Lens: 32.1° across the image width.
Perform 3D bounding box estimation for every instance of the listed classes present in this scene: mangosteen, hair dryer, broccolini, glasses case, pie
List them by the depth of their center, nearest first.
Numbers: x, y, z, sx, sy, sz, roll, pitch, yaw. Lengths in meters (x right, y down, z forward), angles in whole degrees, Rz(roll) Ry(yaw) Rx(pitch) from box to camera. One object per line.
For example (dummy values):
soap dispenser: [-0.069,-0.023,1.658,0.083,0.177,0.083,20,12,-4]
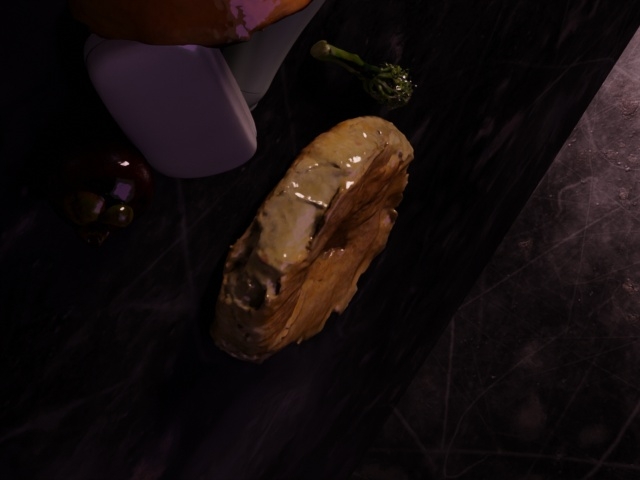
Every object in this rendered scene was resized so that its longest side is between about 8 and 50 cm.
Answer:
mangosteen: [-0.163,-0.040,0.833,0.081,0.081,0.081,-48,160,-23]
glasses case: [-0.108,-0.104,0.848,0.092,0.059,0.233,-15,160,5]
hair dryer: [-0.087,-0.175,0.851,0.237,0.075,0.206,-17,145,-52]
broccolini: [0.046,-0.179,1.196,0.054,0.051,0.239,-14,174,22]
pie: [0.000,0.000,1.317,0.339,0.083,0.339,-46,157,-26]

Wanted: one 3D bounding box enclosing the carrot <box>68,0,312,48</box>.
carrot: [-0.076,-0.236,0.634,0.159,0.159,0.225,-42,147,-37]
